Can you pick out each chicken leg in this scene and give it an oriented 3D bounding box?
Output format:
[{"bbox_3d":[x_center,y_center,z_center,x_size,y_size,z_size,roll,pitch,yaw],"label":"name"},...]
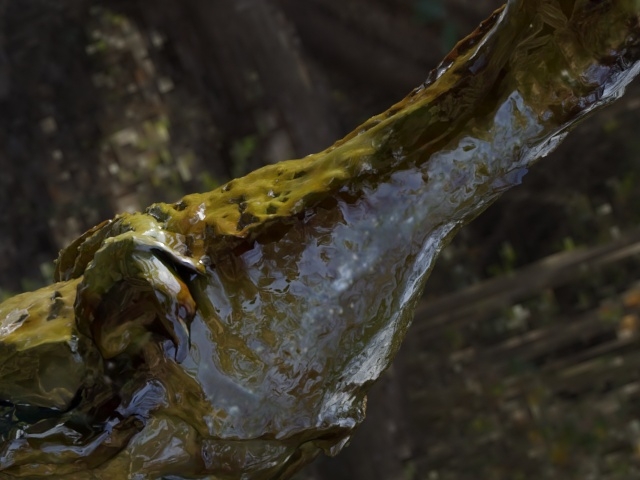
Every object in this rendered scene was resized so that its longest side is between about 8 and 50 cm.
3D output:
[{"bbox_3d":[-0.001,0.011,0.799,0.140,0.361,0.211,56,-3,1],"label":"chicken leg"}]
